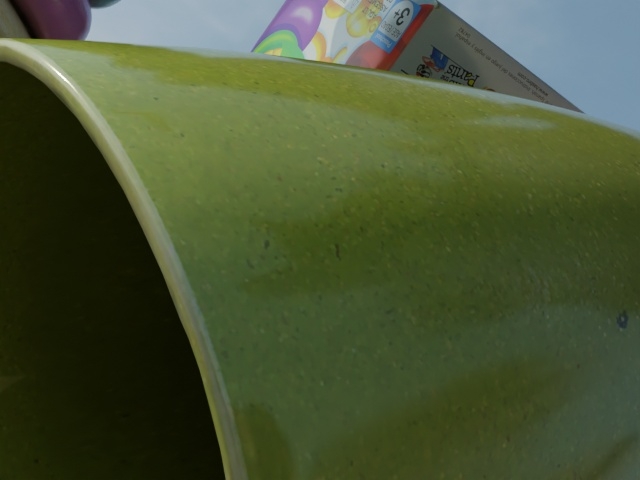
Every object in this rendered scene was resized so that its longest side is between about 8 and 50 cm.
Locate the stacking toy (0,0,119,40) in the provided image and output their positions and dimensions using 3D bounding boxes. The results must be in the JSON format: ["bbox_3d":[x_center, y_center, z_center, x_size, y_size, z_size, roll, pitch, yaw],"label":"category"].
[{"bbox_3d":[-0.076,-0.213,0.628,0.141,0.330,0.141,44,-14,14],"label":"stacking toy"}]

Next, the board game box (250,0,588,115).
[{"bbox_3d":[0.000,0.000,0.704,0.144,0.275,0.142,31,10,-32],"label":"board game box"}]

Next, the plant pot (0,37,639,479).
[{"bbox_3d":[0.033,0.047,0.492,0.275,0.294,0.274,27,-57,52],"label":"plant pot"}]
